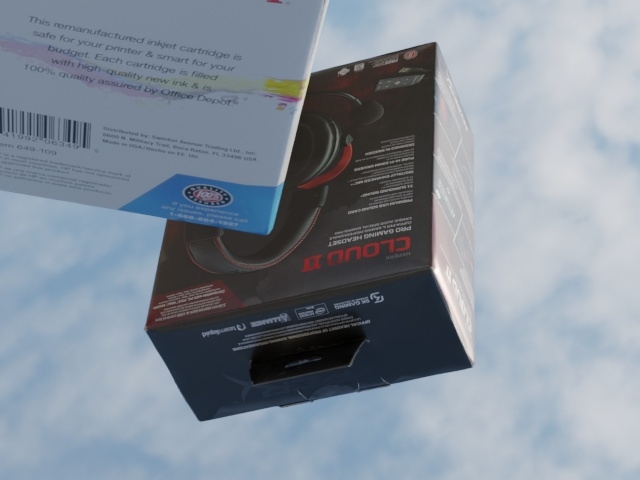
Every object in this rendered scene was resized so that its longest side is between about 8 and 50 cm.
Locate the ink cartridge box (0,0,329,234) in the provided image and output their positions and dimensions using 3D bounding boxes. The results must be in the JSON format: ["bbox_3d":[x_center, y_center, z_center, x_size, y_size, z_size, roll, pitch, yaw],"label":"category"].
[{"bbox_3d":[-0.097,-0.166,1.000,0.198,0.270,0.197,10,-122,-5],"label":"ink cartridge box"}]

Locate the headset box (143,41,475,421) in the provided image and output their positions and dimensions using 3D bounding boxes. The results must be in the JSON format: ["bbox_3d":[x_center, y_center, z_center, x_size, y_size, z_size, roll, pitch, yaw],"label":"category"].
[{"bbox_3d":[0.000,0.000,1.256,0.218,0.110,0.293,-12,-140,17],"label":"headset box"}]
